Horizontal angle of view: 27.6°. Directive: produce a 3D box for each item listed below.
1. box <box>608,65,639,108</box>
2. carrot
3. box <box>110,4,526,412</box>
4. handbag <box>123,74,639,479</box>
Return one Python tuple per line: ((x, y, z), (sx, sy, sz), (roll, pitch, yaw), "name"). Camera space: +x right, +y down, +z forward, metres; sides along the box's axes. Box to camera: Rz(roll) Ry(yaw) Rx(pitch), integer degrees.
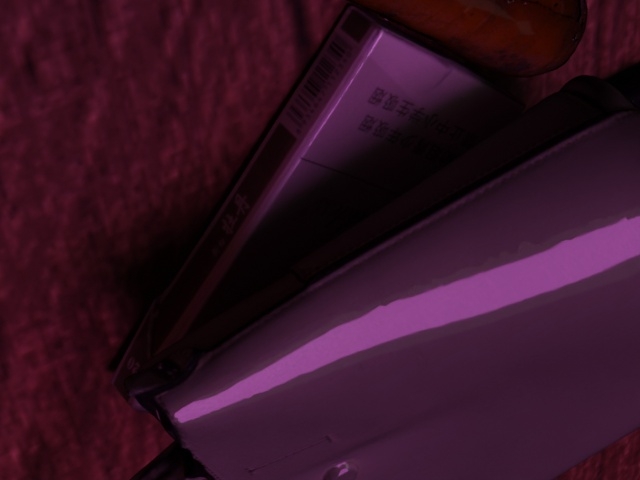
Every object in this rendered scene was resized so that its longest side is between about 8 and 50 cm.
((0.133, -0.018, 0.670), (0.125, 0.027, 0.126), (-28, 137, -16), "box")
((0.041, -0.104, 0.506), (0.161, 0.055, 0.055), (15, 115, -39), "carrot")
((0.000, 0.000, 0.579), (0.109, 0.029, 0.198), (19, 111, -46), "box")
((0.034, 0.083, 0.578), (0.315, 0.109, 0.241), (-36, 141, -7), "handbag")
